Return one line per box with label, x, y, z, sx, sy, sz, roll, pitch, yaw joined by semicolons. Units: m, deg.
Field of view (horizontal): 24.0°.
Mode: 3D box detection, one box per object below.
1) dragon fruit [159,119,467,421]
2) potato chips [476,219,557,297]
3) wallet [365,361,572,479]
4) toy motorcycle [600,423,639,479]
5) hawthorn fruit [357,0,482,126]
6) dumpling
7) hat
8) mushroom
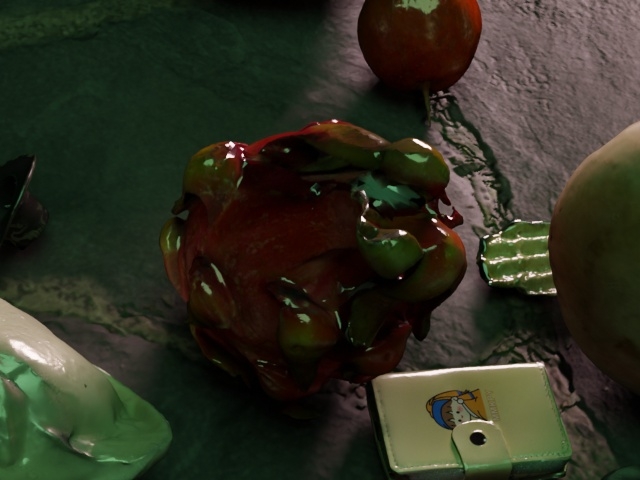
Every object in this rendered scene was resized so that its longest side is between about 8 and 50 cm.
dragon fruit;0.006;0.011;1.200;0.307;0.243;0.227;18;63;36
potato chips;0.240;0.013;1.379;0.208;0.028;0.092;-3;52;-11
wallet;0.122;0.154;1.243;0.155;0.039;0.110;-3;49;-11
toy motorcycle;0.213;0.229;1.129;0.327;0.143;0.188;-11;55;9
hawthorn fruit;0.098;-0.201;1.471;0.125;0.125;0.140;1;50;-8
dumpling;-0.275;0.132;1.154;0.318;0.187;0.243;16;11;-6
hat;-0.268;-0.024;1.313;0.050;0.121;0.121;35;43;-32
mushroom;0.329;-0.016;1.282;0.293;0.292;0.290;5;32;-5
